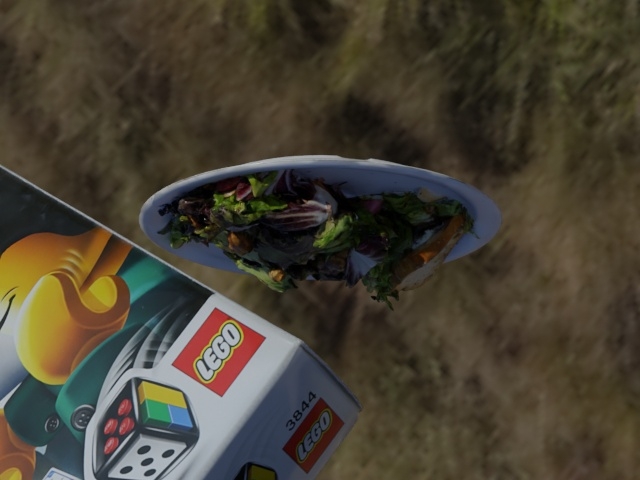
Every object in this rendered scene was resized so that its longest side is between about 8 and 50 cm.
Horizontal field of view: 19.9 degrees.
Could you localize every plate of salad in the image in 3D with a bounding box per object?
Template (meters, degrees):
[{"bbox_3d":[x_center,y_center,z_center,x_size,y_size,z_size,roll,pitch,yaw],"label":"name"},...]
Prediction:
[{"bbox_3d":[0.000,0.000,1.001,0.200,0.048,0.200,0,162,0],"label":"plate of salad"}]

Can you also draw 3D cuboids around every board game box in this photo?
[{"bbox_3d":[-0.152,0.118,0.514,0.193,0.305,0.053,28,165,36],"label":"board game box"}]
